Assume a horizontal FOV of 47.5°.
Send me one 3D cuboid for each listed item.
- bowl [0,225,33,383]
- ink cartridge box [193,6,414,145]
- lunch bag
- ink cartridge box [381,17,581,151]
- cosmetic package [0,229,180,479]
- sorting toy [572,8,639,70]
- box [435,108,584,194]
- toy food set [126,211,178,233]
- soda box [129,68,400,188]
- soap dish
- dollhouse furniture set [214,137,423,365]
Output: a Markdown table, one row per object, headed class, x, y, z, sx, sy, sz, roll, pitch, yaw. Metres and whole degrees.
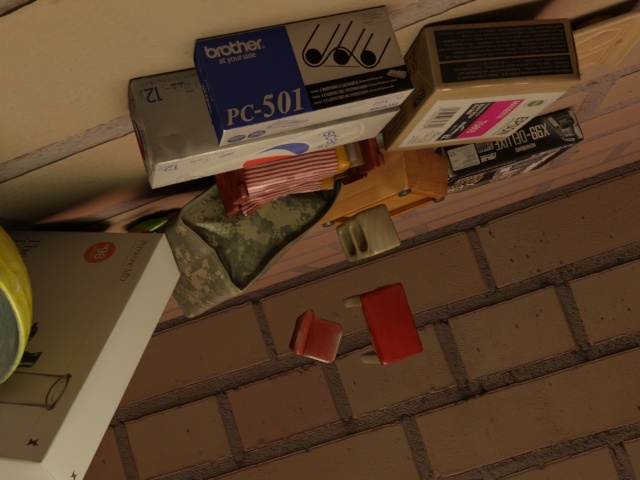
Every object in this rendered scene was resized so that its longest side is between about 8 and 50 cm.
| class | x | y | z | sx | sy | sz | roll | pitch | yaw |
| --- | --- | --- | --- | --- | --- | --- | --- | --- | --- |
| bowl | -0.453 | 0.031 | 0.828 | 0.289 | 0.289 | 0.156 | -21 | -147 | 19 |
| ink cartridge box | -0.016 | -0.170 | 0.744 | 0.207 | 0.097 | 0.046 | -15 | 172 | -16 |
| lunch bag | -0.118 | -0.035 | 1.165 | 0.287 | 0.169 | 0.235 | -42 | -173 | -31 |
| ink cartridge box | 0.198 | -0.199 | 0.967 | 0.193 | 0.088 | 0.235 | -6 | 170 | -10 |
| cosmetic package | -0.388 | 0.142 | 0.971 | 0.284 | 0.377 | 0.097 | 2 | 133 | 13 |
| sorting toy | 0.360 | -0.279 | 1.078 | 0.208 | 0.038 | 0.193 | -14 | 172 | 4 |
| box | 0.388 | -0.184 | 1.624 | 0.307 | 0.077 | 0.242 | -17 | 172 | -9 |
| toy food set | -0.303 | -0.026 | 1.365 | 0.132 | 0.039 | 0.192 | -15 | -175 | 21 |
| soda box | -0.063 | -0.145 | 0.820 | 0.286 | 0.098 | 0.091 | -16 | 172 | -19 |
| soap dish | 0.108 | -0.107 | 1.388 | 0.228 | 0.118 | 0.291 | -21 | 170 | 24 |
| dollhouse furniture set | 0.000 | 0.000 | 0.972 | 0.201 | 0.374 | 0.152 | -17 | 177 | -16 |
